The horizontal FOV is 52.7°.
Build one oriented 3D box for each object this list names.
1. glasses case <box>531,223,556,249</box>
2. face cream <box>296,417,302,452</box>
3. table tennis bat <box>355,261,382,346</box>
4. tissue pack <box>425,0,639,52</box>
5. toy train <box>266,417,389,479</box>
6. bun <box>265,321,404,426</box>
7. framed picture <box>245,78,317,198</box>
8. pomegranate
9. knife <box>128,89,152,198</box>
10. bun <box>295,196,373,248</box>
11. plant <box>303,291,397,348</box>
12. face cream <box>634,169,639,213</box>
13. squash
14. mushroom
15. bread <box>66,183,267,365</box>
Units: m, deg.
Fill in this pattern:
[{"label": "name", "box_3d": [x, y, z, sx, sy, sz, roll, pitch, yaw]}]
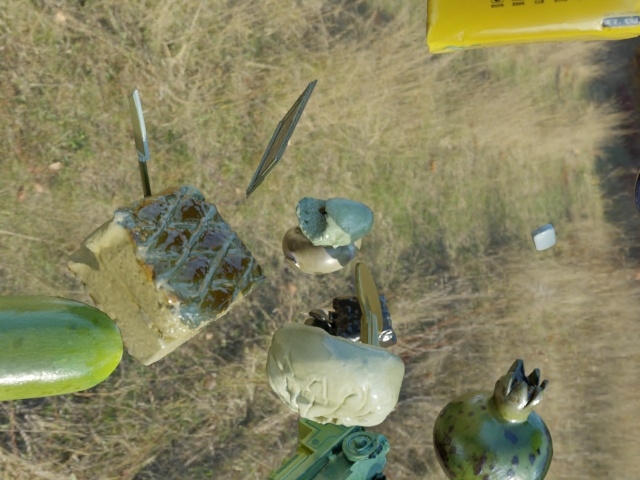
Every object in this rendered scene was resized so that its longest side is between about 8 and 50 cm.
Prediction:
[{"label": "glasses case", "box_3d": [0.709, -0.009, 2.051, 0.178, 0.067, 0.045, 36, 32, -63]}, {"label": "face cream", "box_3d": [-0.022, 0.603, 2.045, 0.101, 0.101, 0.251, 13, 79, -60]}, {"label": "table tennis bat", "box_3d": [0.132, 0.190, 1.728, 0.320, 0.050, 0.198, -85, 156, -53]}, {"label": "tissue pack", "box_3d": [0.380, -0.504, 1.174, 0.228, 0.382, 0.293, -44, 133, -70]}, {"label": "toy train", "box_3d": [-0.018, 0.524, 1.420, 0.369, 0.237, 0.150, -31, 124, -38]}, {"label": "bun", "box_3d": [0.021, 0.226, 1.046, 0.229, 0.229, 0.145, 36, 70, -53]}, {"label": "framed picture", "box_3d": [-0.109, -0.270, 1.713, 0.019, 0.232, 0.296, 30, 58, -14]}, {"label": "pomegranate", "box_3d": [0.382, 0.398, 1.327, 0.242, 0.306, 0.242, 31, 30, -20]}, {"label": "knife", "box_3d": [-0.446, -0.228, 1.633, 0.027, 0.061, 0.343, -26, 137, -30]}, {"label": "bun", "box_3d": [0.034, -0.044, 1.690, 0.212, 0.204, 0.126, 160, -60, -79]}, {"label": "plant", "box_3d": [0.088, 0.270, 1.993, 0.188, 0.276, 0.199, 61, 15, -51]}, {"label": "face cream", "box_3d": [0.883, -0.135, 1.525, 0.225, 0.249, 0.249, -30, 109, -52]}, {"label": "squash", "box_3d": [-0.626, 0.238, 1.469, 0.309, 0.210, 0.233, 2, 85, -42]}, {"label": "mushroom", "box_3d": [0.000, 0.000, 1.881, 0.255, 0.255, 0.184, -52, 141, -53]}, {"label": "bread", "box_3d": [-0.397, 0.072, 1.710, 0.371, 0.279, 0.390, 56, 31, 1]}]
